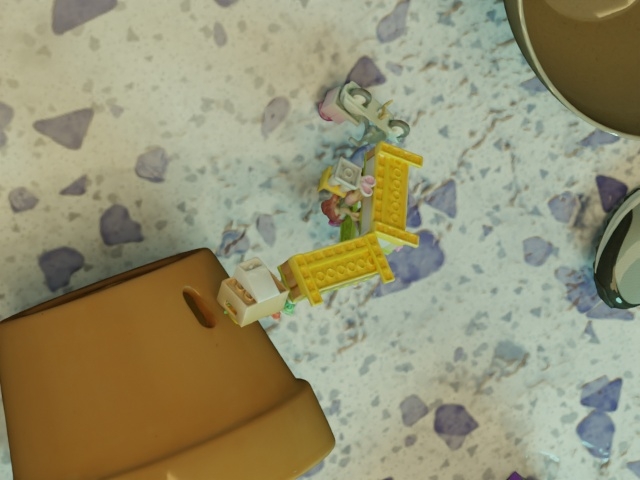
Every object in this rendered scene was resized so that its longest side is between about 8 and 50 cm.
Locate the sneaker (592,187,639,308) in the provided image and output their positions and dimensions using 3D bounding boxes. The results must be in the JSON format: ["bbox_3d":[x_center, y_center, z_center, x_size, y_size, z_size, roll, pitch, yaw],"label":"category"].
[{"bbox_3d":[0.383,-0.022,1.625,0.271,0.108,0.100,-33,113,-1],"label":"sneaker"}]

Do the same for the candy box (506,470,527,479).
[{"bbox_3d":[0.175,0.349,1.655,0.070,0.165,0.196,40,94,-21],"label":"candy box"}]

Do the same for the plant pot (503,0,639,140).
[{"bbox_3d":[0.275,-0.246,1.484,0.284,0.191,0.284,-4,108,-13],"label":"plant pot"}]

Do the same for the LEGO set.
[{"bbox_3d":[0.000,0.000,1.490,0.132,0.107,0.287,39,53,-13],"label":"LEGO set"}]

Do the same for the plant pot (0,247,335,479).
[{"bbox_3d":[-0.156,0.133,1.463,0.291,0.291,0.203,-21,94,-7],"label":"plant pot"}]
